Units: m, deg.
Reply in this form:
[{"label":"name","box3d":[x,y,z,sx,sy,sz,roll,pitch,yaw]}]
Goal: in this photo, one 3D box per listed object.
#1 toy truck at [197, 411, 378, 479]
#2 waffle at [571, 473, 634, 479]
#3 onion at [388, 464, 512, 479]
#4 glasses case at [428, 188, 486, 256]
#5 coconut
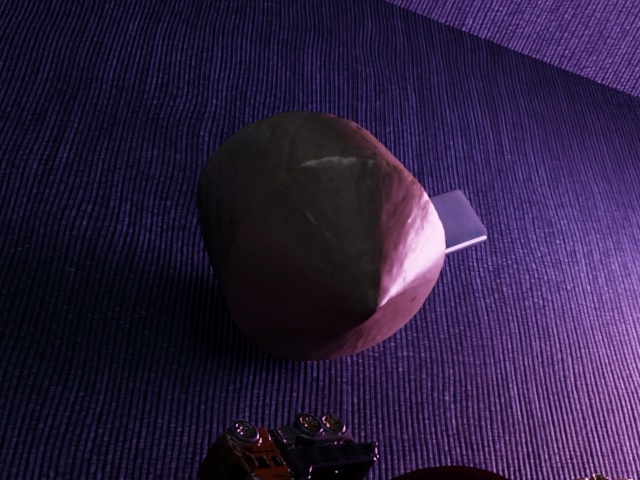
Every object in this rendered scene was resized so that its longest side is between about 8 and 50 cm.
[{"label":"toy truck","box3d":[-0.030,0.244,1.860,0.192,0.083,0.092,0,42,-40]},{"label":"waffle","box3d":[0.393,0.366,2.020,0.253,0.056,0.249,21,28,-9]},{"label":"onion","box3d":[0.069,0.379,1.527,0.385,0.348,0.348,-12,25,13]},{"label":"glasses case","box3d":[0.135,-0.016,2.476,0.105,0.056,0.266,37,30,24]},{"label":"coconut","box3d":[0.000,0.000,2.089,0.328,0.329,0.329,19,28,-11]}]
